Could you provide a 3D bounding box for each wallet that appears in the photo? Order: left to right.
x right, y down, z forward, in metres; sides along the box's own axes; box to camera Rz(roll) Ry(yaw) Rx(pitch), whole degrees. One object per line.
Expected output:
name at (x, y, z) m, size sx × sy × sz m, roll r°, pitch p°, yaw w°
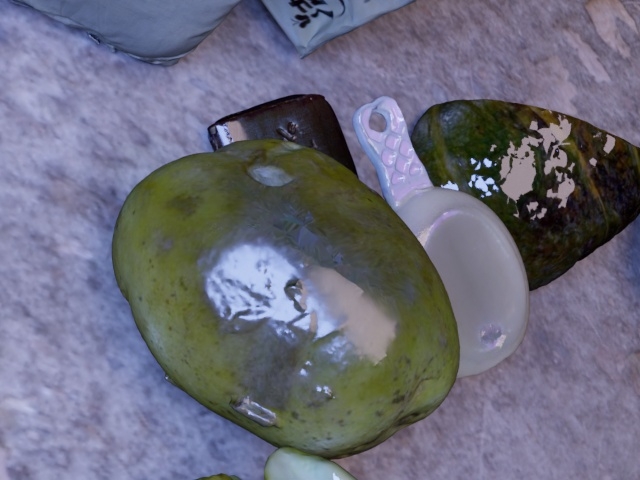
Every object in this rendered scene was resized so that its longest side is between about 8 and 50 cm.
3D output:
wallet at (0.000, 0.000, 0.821) m, size 0.122 × 0.031 × 0.232 m, roll -23°, pitch 93°, yaw -36°

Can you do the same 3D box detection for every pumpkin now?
pumpkin at (0.207, -0.017, 0.934) m, size 0.279 × 0.111 × 0.163 m, roll 20°, pitch 73°, yaw -33°

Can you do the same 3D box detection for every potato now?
potato at (-0.021, 0.035, 0.702) m, size 0.197 × 0.148 × 0.228 m, roll -26°, pitch 76°, yaw -11°

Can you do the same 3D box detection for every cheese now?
cheese at (0.084, -0.003, 0.823) m, size 0.137 × 0.064 × 0.227 m, roll -30°, pitch 100°, yaw -33°

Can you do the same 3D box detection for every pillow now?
pillow at (-0.159, -0.182, 0.673) m, size 0.230 × 0.148 × 0.050 m, roll 13°, pitch 60°, yaw -35°

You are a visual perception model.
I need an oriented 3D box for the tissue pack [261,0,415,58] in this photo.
tissue pack at (0.008, -0.402, 0.811) m, size 0.405 × 0.205 × 0.332 m, roll 53°, pitch 55°, yaw -14°

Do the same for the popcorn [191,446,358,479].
popcorn at (-0.026, 0.258, 0.615) m, size 0.276 × 0.226 × 0.276 m, roll 49°, pitch 27°, yaw -37°
